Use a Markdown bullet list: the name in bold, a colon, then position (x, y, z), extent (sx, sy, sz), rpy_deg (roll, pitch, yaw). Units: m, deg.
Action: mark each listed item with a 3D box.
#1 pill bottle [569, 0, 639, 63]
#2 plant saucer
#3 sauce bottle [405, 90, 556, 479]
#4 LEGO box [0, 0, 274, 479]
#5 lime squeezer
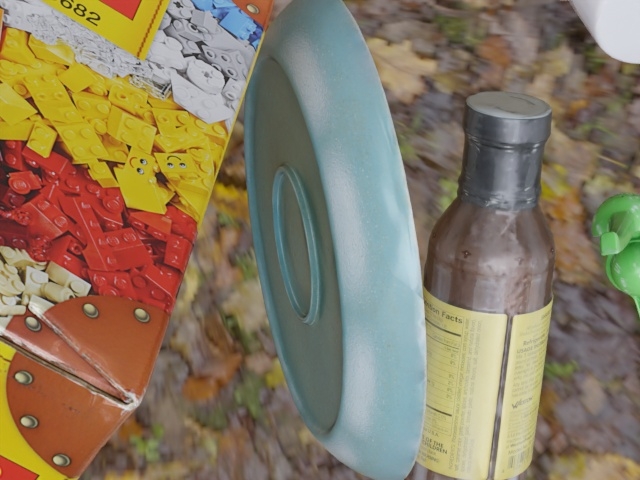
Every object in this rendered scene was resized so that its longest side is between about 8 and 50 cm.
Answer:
- **pill bottle**: position (0.069, -0.125, 0.546), extent (0.086, 0.086, 0.152), rpy_deg (-28, 60, -1)
- **plant saucer**: position (0.000, 0.000, 1.209), extent (0.044, 0.317, 0.317), rpy_deg (-9, 99, -13)
- **sauce bottle**: position (0.137, 0.051, 1.562), extent (0.111, 0.111, 0.344), rpy_deg (4, 112, -6)
- **LEGO box**: position (-0.255, 0.069, 1.079), extent (0.193, 0.372, 0.500), rpy_deg (30, 127, -13)
- **lime squeezer**: position (0.263, 0.028, 1.561), extent (0.059, 0.310, 0.110), rpy_deg (-21, 58, 6)
